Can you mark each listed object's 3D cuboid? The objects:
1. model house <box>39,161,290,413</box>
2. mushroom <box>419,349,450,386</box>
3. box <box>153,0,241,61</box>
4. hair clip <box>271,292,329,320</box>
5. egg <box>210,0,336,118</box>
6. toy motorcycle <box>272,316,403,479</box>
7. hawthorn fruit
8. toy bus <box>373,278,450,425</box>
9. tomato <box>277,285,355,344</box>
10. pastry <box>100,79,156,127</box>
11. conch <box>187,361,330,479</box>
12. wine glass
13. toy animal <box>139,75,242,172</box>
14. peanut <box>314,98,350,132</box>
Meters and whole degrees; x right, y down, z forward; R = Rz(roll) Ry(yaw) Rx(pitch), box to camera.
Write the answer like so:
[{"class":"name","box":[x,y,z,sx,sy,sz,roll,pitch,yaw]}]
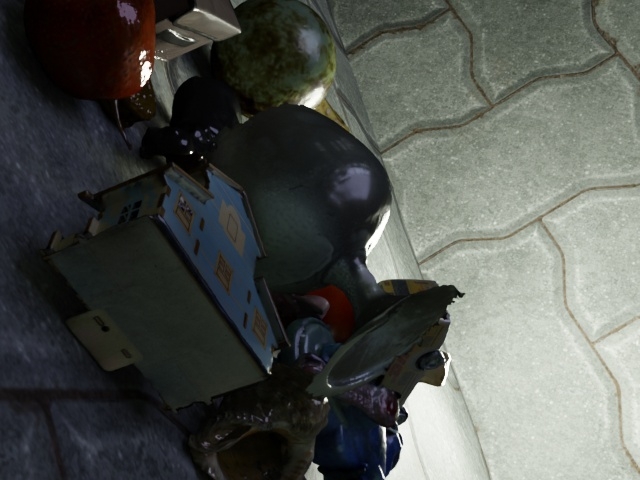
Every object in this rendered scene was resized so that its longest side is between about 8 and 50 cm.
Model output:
[{"class":"model house","box":[-0.157,0.023,0.985,0.271,0.178,0.206,57,22,-31]},{"class":"mushroom","box":[0.132,0.232,1.808,0.206,0.209,0.206,-5,97,-51]},{"class":"box","box":[-0.245,-0.382,1.388,0.252,0.153,0.188,-37,106,-78]},{"class":"hair clip","box":[-0.108,0.039,1.293,0.300,0.173,0.069,35,74,-52]},{"class":"egg","box":[-0.090,-0.337,1.776,0.289,0.238,0.238,114,-44,-79]},{"class":"toy motorcycle","box":[-0.001,0.277,1.333,0.182,0.241,0.319,12,-37,55]},{"class":"hawthorn fruit","box":[-0.260,-0.221,1.100,0.163,0.162,0.203,-96,-178,-51]},{"class":"toy bus","box":[0.096,0.201,1.475,0.342,0.138,0.097,116,-32,-42]},{"class":"tomato","box":[-0.021,0.089,1.488,0.233,0.139,0.200,-119,-138,-76]},{"class":"pastry","box":[-0.260,-0.200,1.237,0.109,0.057,0.097,-14,87,-75]},{"class":"conch","box":[-0.068,0.233,1.119,0.207,0.130,0.155,-18,82,-52]},{"class":"wine glass","box":[0.000,0.000,1.139,0.323,0.238,0.238,54,6,25]},{"class":"toy animal","box":[-0.170,-0.130,1.342,0.343,0.106,0.168,-87,160,-67]},{"class":"peanut","box":[-0.027,-0.263,2.108,0.291,0.143,0.159,53,9,-42]}]
